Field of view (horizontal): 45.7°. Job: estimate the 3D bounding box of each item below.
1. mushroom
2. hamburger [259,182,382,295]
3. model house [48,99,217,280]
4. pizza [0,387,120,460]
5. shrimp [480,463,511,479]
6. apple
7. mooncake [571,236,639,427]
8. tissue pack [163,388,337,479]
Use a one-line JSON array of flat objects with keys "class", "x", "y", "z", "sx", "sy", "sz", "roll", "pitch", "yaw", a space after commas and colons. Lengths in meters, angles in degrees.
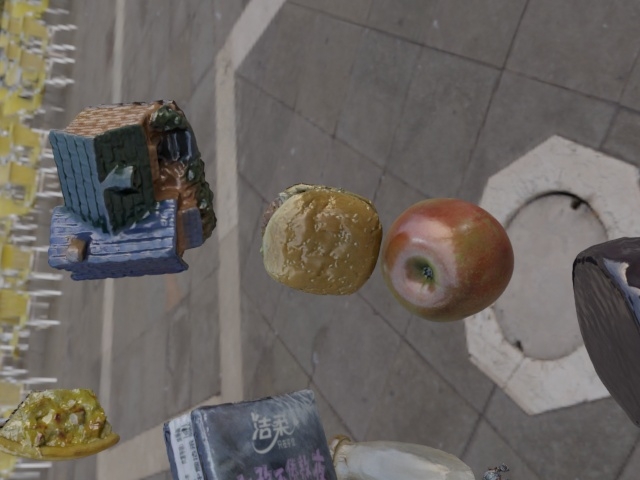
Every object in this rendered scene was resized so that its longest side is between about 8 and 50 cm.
[{"class": "mushroom", "x": 0.163, "y": 0.474, "z": 1.551, "sx": 0.350, "sy": 0.128, "sz": 0.128, "roll": 2, "pitch": 84, "yaw": 30}, {"class": "hamburger", "x": 0.001, "y": 0.001, "z": 1.766, "sx": 0.145, "sy": 0.283, "sz": 0.260, "roll": -96, "pitch": 14, "yaw": -66}, {"class": "model house", "x": -0.217, "y": -0.046, "z": 0.843, "sx": 0.172, "sy": 0.166, "sz": 0.183, "roll": -85, "pitch": -9, "yaw": -65}, {"class": "pizza", "x": -0.343, "y": 0.238, "z": 0.993, "sx": 0.036, "sy": 0.160, "sz": 0.099, "roll": -43, "pitch": 46, "yaw": 49}, {"class": "shrimp", "x": 0.278, "y": 0.376, "z": 1.206, "sx": 0.092, "sy": 0.029, "sz": 0.038, "roll": 133, "pitch": 152, "yaw": -58}, {"class": "apple", "x": 0.303, "y": 0.053, "z": 1.869, "sx": 0.319, "sy": 0.277, "sz": 0.319, "roll": 19, "pitch": 128, "yaw": 27}, {"class": "mooncake", "x": 0.479, "y": 0.126, "z": 1.095, "sx": 0.283, "sy": 0.141, "sz": 0.283, "roll": 161, "pitch": 90, "yaw": -87}, {"class": "tissue pack", "x": -0.067, "y": 0.405, "z": 1.087, "sx": 0.122, "sy": 0.259, "sz": 0.362, "roll": -29, "pitch": 70, "yaw": 34}]
